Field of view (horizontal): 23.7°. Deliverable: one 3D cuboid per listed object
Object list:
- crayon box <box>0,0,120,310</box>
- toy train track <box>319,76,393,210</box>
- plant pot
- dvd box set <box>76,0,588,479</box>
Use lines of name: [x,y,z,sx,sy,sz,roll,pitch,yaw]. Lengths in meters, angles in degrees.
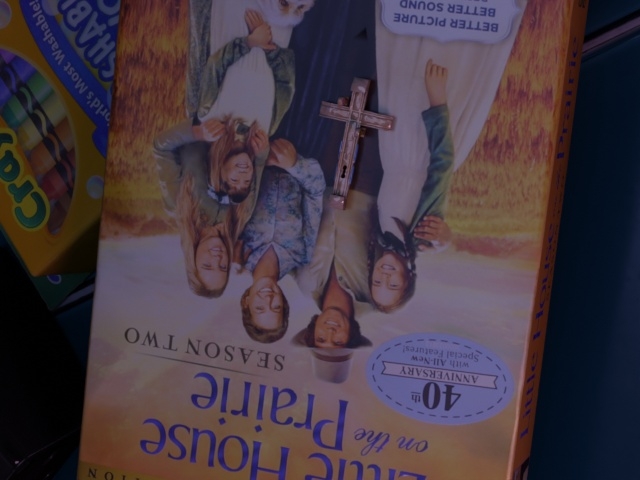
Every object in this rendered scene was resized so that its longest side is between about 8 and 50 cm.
crayon box: [-0.173,-0.117,1.148,0.323,0.083,0.203,-41,74,23]
toy train track: [0.017,-0.060,0.947,0.048,0.014,0.083,14,100,18]
plant pot: [-0.286,0.136,1.166,0.167,0.188,0.187,43,110,9]
dvd box set: [0.000,0.000,0.999,0.308,0.062,0.420,10,98,18]
